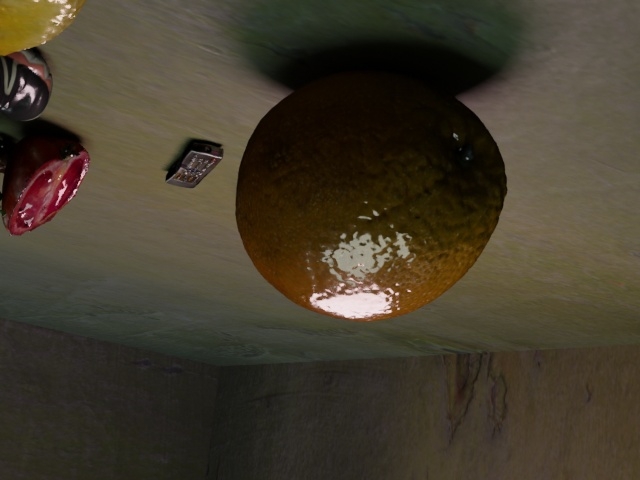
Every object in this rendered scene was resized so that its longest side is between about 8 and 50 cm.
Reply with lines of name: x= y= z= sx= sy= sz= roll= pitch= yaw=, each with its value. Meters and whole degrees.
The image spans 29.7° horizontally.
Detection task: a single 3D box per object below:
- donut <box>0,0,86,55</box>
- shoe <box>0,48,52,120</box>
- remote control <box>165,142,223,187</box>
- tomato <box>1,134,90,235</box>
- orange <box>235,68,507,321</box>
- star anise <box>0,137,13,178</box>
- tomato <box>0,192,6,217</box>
donut: x=-0.371 y=-0.291 z=1.088 sx=0.377 sy=0.163 sz=0.435 roll=9 pitch=165 yaw=-17
shoe: x=-0.440 y=-0.198 z=1.547 sx=0.114 sy=0.137 sz=0.291 roll=2 pitch=166 yaw=20
remote control: x=-0.208 y=-0.122 z=1.976 sx=0.059 sy=0.028 sz=0.212 roll=15 pitch=164 yaw=-16
tomato: x=-0.461 y=-0.100 z=1.927 sx=0.099 sy=0.173 sz=0.189 roll=41 pitch=-154 yaw=10
orange: x=0.065 y=-0.059 z=1.537 sx=0.322 sy=0.322 sz=0.357 roll=18 pitch=152 yaw=-39
star anise: x=-0.524 y=-0.128 z=2.040 sx=0.157 sy=0.053 sz=0.212 roll=-7 pitch=162 yaw=43
tomato: x=-0.626 y=-0.090 z=1.759 sx=0.303 sy=0.303 sz=0.239 roll=2 pitch=134 yaw=19
